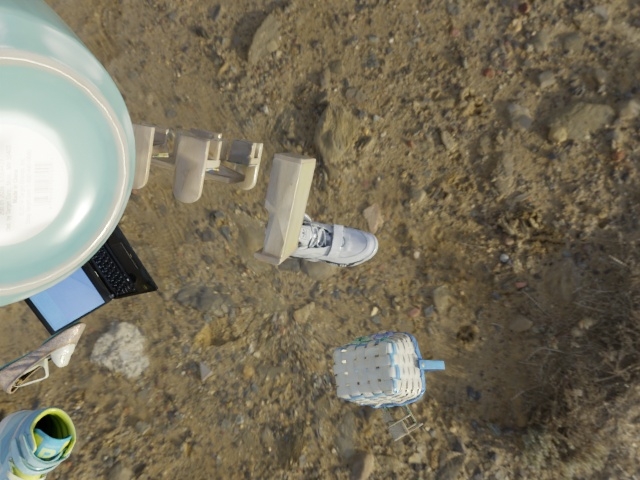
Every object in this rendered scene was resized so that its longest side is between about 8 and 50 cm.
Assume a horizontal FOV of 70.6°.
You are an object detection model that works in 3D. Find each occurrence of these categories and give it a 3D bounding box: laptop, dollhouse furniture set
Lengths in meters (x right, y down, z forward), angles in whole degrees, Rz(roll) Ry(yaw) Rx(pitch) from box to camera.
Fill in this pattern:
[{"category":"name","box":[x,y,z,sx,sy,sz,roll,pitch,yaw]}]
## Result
[{"category":"laptop","box":[-0.543,0.068,1.004,0.264,0.137,0.235,-13,114,31]},{"category":"dollhouse furniture set","box":[-0.239,-0.127,1.154,0.393,0.362,0.257,15,103,9]},{"category":"dollhouse furniture set","box":[0.217,0.486,1.348,0.101,0.161,0.182,-28,65,-5]}]

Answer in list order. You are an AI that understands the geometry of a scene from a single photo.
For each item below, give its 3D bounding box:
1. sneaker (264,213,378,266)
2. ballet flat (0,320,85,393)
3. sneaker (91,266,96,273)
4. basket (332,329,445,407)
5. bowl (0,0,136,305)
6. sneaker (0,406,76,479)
[{"category":"sneaker","box":[0.000,0.000,1.456,0.364,0.210,0.138,4,80,10]},{"category":"ballet flat","box":[-0.924,0.402,1.528,0.315,0.107,0.106,-34,80,-13]},{"category":"sneaker","box":[-0.824,0.155,1.532,0.105,0.123,0.290,20,61,2]},{"category":"basket","box":[0.188,0.360,1.271,0.254,0.288,0.201,-17,63,29]},{"category":"bowl","box":[-0.276,-0.070,0.355,0.163,0.311,0.312,23,80,27]},{"category":"sneaker","box":[-0.616,0.496,0.926,0.208,0.127,0.319,-25,52,26]}]
